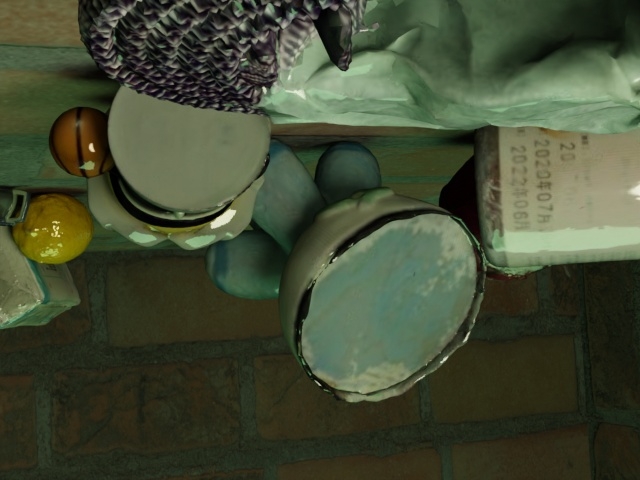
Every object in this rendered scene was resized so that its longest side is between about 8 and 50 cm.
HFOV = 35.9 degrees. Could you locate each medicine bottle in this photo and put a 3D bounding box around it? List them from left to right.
[{"bbox_3d":[0.298,-0.061,1.002,0.273,0.165,0.165,-5,176,13],"label":"medicine bottle"}]

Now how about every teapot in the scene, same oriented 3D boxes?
[{"bbox_3d":[-0.465,-0.048,1.436,0.088,0.057,0.066,-3,178,3],"label":"teapot"}]

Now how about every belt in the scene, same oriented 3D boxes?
[{"bbox_3d":[0.069,-0.107,0.360,0.325,0.122,0.260,-3,172,14],"label":"belt"}]

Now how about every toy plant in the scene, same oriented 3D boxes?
[{"bbox_3d":[0.000,0.000,1.128,0.247,0.247,0.332,-1,-152,-33],"label":"toy plant"}]

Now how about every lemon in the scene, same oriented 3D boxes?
[{"bbox_3d":[-0.413,-0.019,1.536,0.114,0.114,0.155,-4,180,13],"label":"lemon"}]

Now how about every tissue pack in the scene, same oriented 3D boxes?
[{"bbox_3d":[-0.514,0.043,1.659,0.124,0.201,0.271,-24,177,-1],"label":"tissue pack"}]

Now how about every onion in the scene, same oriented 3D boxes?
[{"bbox_3d":[0.233,-0.064,1.219,0.195,0.218,0.140,-37,119,26],"label":"onion"}]

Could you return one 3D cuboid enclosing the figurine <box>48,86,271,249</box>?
[{"bbox_3d":[-0.128,-0.065,0.819,0.176,0.133,0.236,7,173,-9],"label":"figurine"}]
